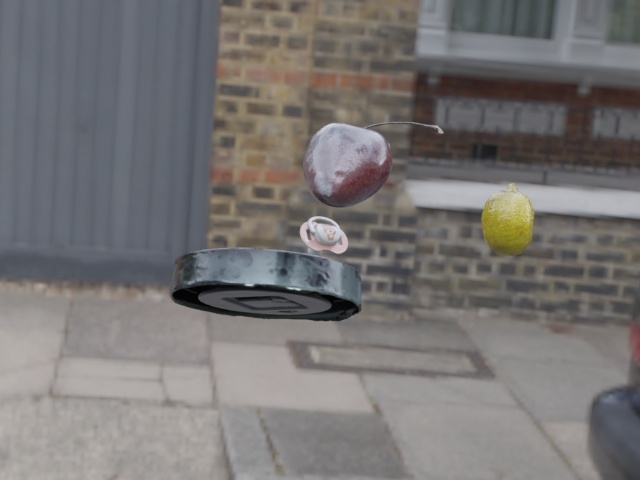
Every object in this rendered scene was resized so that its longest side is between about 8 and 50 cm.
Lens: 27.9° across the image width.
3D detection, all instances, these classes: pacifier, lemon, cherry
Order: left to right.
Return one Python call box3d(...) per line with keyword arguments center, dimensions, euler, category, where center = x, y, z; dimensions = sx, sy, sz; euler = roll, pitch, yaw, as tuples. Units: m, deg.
box3d(center=(0.000, 0.000, 2.428), dimensions=(0.099, 0.078, 0.081), euler=(8, 47, -24), category="pacifier")
box3d(center=(0.064, -0.104, 1.825), dimensions=(0.188, 0.115, 0.148), euler=(8, 17, 18), category="cherry")
box3d(center=(0.281, -0.031, 1.932), dimensions=(0.082, 0.111, 0.082), euler=(-1, -1, 0), category="lemon")

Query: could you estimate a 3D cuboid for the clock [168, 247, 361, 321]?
box3d(center=(-0.091, 0.078, 2.147), dimensions=(0.325, 0.067, 0.325), euler=(4, -13, 1), category="clock")
